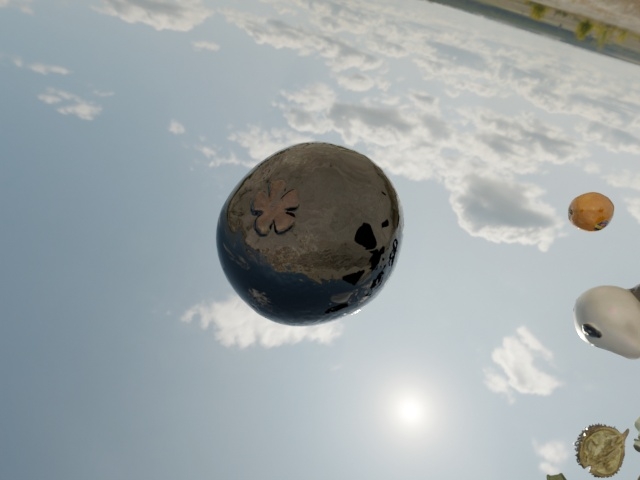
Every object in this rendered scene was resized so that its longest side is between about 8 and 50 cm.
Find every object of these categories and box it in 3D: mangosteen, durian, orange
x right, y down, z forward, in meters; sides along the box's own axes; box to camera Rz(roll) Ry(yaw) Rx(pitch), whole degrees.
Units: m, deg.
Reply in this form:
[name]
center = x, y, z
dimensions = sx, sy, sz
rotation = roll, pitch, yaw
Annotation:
[mangosteen]
center = 0.000, 0.000, 0.641
dimensions = 0.275, 0.275, 0.302
rotation = 34, 180, 25
[durian]
center = 0.862, 0.628, 1.290
dimensions = 0.148, 0.188, 0.091
rotation = 53, -173, 6
[orange]
center = 0.542, -0.057, 0.842
dimensions = 0.083, 0.083, 0.083
rotation = 12, -148, -8

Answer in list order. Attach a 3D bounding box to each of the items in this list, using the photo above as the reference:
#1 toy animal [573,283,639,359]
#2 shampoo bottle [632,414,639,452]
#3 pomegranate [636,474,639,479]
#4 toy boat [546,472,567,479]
[toy animal]
center = 0.734, 0.184, 0.993
dimensions = 0.235, 0.165, 0.187
rotation = -13, -164, 15
[shampoo bottle]
center = 0.570, 0.307, 0.718
dimensions = 0.141, 0.034, 0.049
rotation = -33, -150, -27
[pomegranate]
center = 0.884, 0.653, 0.978
dimensions = 0.307, 0.307, 0.307
rotation = 12, -148, -8
[toy boat]
center = 0.710, 0.805, 1.166
dimensions = 0.093, 0.055, 0.293
rotation = -17, -152, 16
